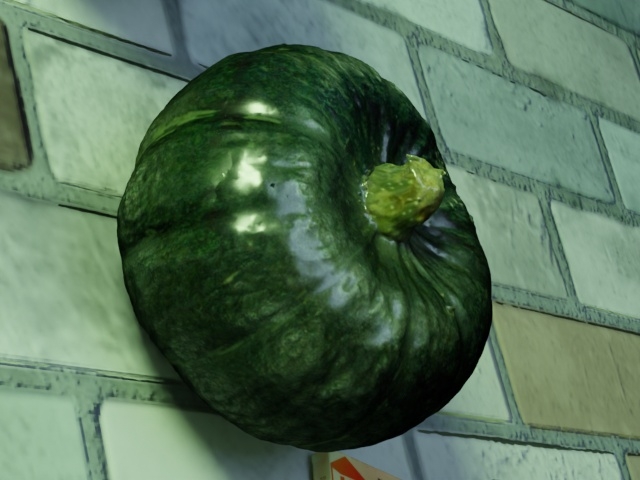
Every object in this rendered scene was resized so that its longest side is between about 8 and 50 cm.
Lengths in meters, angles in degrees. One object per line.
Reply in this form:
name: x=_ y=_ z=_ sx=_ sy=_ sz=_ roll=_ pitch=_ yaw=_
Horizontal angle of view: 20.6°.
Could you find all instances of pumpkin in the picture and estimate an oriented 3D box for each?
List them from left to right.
pumpkin: x=-0.001 y=0.002 z=0.884 sx=0.212 sy=0.152 sz=0.211 roll=15 pitch=70 yaw=-47

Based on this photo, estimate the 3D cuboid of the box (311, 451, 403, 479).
box: x=0.031 y=0.153 z=0.952 sx=0.093 sy=0.015 sz=0.058 roll=31 pitch=45 yaw=-43
